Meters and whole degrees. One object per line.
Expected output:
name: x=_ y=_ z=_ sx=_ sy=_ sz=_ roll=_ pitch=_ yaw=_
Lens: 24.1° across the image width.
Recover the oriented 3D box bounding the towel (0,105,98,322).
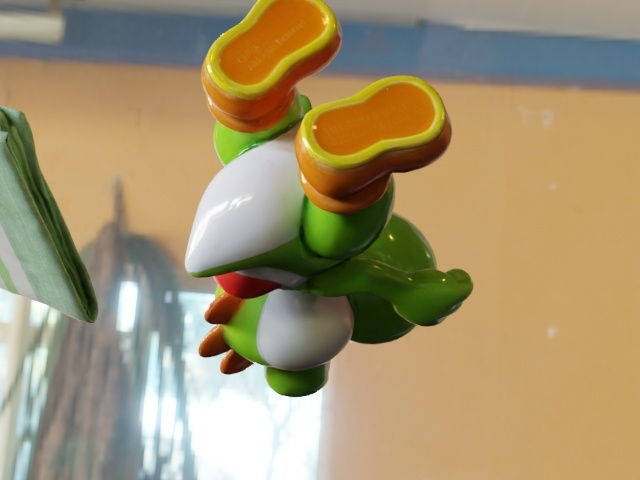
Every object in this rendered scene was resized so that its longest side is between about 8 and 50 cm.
towel: x=-0.345 y=-0.062 z=1.246 sx=0.325 sy=0.038 sz=0.248 roll=19 pitch=-34 yaw=24

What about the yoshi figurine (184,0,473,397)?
yoshi figurine: x=0.015 y=-0.019 z=1.096 sx=0.203 sy=0.203 sz=0.362 roll=6 pitch=-34 yaw=0
